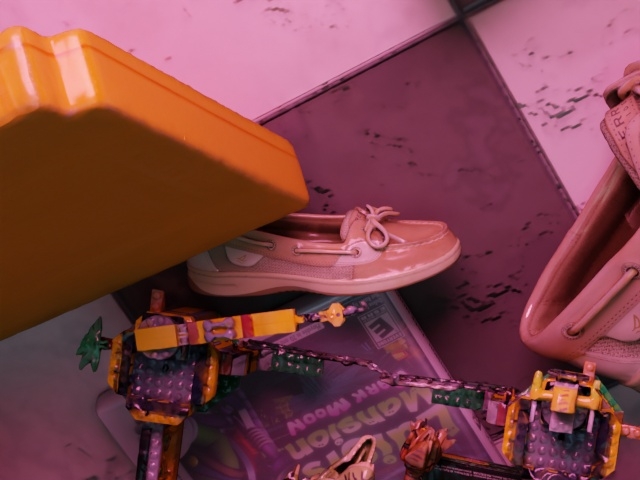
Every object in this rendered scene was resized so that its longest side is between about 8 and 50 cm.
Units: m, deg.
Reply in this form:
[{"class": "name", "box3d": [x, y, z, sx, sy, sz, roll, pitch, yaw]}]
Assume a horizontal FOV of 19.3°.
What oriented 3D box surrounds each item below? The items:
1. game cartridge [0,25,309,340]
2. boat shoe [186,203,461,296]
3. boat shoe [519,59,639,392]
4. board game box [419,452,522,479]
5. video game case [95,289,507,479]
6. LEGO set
[{"class": "game cartridge", "box3d": [-0.198, 0.000, 0.916, 0.324, 0.285, 0.052, -24, 74, 14]}, {"class": "boat shoe", "box3d": [0.000, -0.001, 1.030, 0.153, 0.056, 0.048, -2, 110, 12]}, {"class": "boat shoe", "box3d": [0.195, -0.049, 0.978, 0.098, 0.109, 0.302, 16, 123, -11]}, {"class": "board game box", "box3d": [0.170, 0.211, 1.084, 0.260, 0.030, 0.136, 13, 89, -8]}, {"class": "video game case", "box3d": [-0.008, 0.120, 1.113, 0.190, 0.022, 0.173, -27, 116, 13]}, {"class": "LEGO set", "box3d": [0.005, 0.157, 0.961, 0.331, 0.192, 0.255, 17, 94, 9]}]
